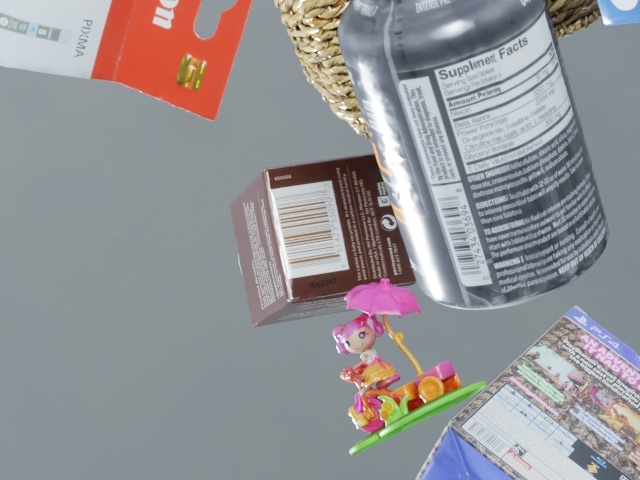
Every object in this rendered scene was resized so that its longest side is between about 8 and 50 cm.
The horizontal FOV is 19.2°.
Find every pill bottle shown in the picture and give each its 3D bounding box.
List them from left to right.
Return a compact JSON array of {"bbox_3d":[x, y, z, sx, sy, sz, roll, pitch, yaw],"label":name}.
[{"bbox_3d":[0.089,-0.091,1.171,0.130,0.130,0.246,28,141,58],"label":"pill bottle"}]

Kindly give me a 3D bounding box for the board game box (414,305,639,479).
[{"bbox_3d":[0.272,0.244,2.043,0.232,0.291,0.141,38,131,15],"label":"board game box"}]

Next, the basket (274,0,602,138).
[{"bbox_3d":[0.097,-0.286,1.880,0.223,0.299,0.213,65,174,-33],"label":"basket"}]

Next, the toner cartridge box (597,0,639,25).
[{"bbox_3d":[0.255,-0.346,1.462,0.165,0.075,0.348,-2,112,49],"label":"toner cartridge box"}]

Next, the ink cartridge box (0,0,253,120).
[{"bbox_3d":[-0.266,-0.328,2.165,0.385,0.308,0.091,22,-157,7],"label":"ink cartridge box"}]

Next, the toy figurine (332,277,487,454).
[{"bbox_3d":[0.070,0.125,2.048,0.130,0.173,0.159,-8,-111,-62],"label":"toy figurine"}]

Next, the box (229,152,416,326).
[{"bbox_3d":[0.000,0.000,2.333,0.203,0.167,0.169,144,115,-72],"label":"box"}]
